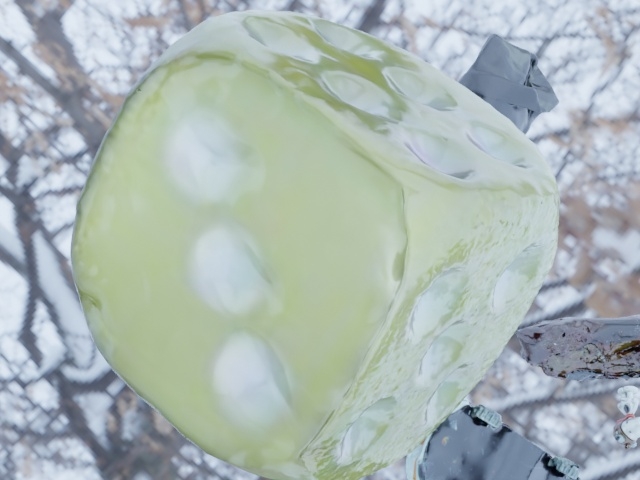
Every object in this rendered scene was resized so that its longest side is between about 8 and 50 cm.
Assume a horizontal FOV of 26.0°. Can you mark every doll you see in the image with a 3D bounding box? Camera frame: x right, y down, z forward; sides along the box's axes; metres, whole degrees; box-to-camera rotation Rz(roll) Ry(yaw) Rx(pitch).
[{"bbox_3d":[0.425,0.245,1.923,0.040,0.085,0.058,27,-59,-40],"label":"doll"}]

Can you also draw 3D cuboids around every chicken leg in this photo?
[{"bbox_3d":[0.308,0.117,1.531,0.234,0.063,0.105,1,-39,-14],"label":"chicken leg"}]

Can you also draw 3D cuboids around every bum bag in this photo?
[{"bbox_3d":[0.173,-0.125,1.830,0.340,0.095,0.144,-47,-66,-8],"label":"bum bag"}]

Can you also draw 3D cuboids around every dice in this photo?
[{"bbox_3d":[0.000,0.000,0.913,0.227,0.238,0.233,-13,-43,-55],"label":"dice"}]

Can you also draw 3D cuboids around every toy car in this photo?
[{"bbox_3d":[0.156,0.210,1.211,0.205,0.056,0.095,35,-101,-36],"label":"toy car"}]
